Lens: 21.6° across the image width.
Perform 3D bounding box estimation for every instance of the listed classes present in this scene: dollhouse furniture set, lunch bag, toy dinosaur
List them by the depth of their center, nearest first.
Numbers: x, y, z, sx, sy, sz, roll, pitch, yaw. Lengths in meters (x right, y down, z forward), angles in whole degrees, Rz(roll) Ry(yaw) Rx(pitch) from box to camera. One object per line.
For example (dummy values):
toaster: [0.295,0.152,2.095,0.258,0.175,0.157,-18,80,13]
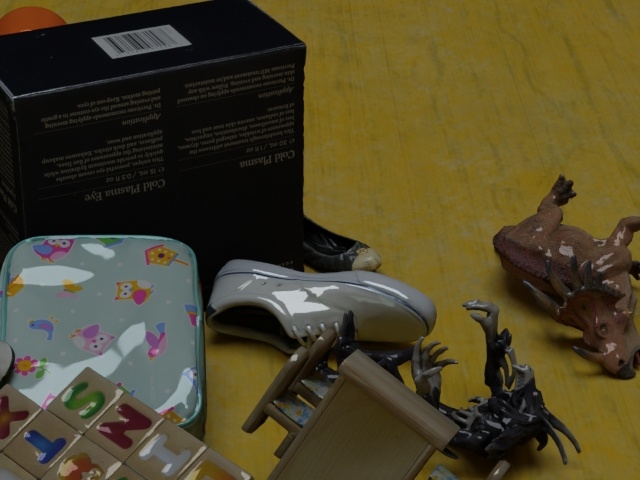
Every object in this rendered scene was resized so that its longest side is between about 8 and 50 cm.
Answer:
dollhouse furniture set: [0.056,0.168,1.468,0.212,0.161,0.242,37,20,9]
lunch bag: [-0.228,0.115,1.701,0.224,0.108,0.279,-3,44,-5]
toy dinosaur: [0.274,0.028,1.913,0.200,0.127,0.296,-30,35,-33]

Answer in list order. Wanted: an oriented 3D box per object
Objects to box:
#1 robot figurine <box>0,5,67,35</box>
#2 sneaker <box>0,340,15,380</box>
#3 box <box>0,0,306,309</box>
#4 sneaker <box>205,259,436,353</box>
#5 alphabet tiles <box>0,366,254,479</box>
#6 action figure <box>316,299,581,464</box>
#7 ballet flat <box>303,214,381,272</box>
robot figurine: [-0.414,-0.259,2.412,0.158,0.128,0.219,19,24,-17]
sneaker: [-0.407,0.156,1.585,0.234,0.106,0.078,-43,41,-2]
box: [-0.204,-0.082,1.902,0.343,0.312,0.179,-13,31,-24]
sneaker: [-0.003,0.089,1.845,0.258,0.094,0.091,6,47,18]
alphabet tiles: [-0.230,0.257,1.465,0.342,0.011,0.285,28,63,36]
action figure: [0.129,0.141,1.681,0.276,0.141,0.164,12,19,23]
ballet flat: [0.000,0.000,2.025,0.173,0.049,0.057,22,36,33]
